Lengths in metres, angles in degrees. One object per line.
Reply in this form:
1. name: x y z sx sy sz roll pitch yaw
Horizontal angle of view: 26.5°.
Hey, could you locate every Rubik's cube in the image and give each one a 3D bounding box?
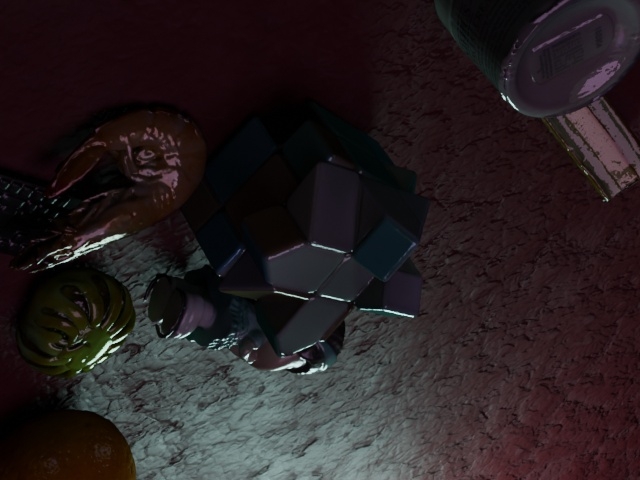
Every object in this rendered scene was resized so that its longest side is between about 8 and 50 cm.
1. Rubik's cube: 0.000 0.000 1.421 0.224 0.213 0.265 -46 143 16

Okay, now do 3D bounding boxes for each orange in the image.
1. orange: -0.301 0.282 1.582 0.178 0.155 0.177 -15 150 -9

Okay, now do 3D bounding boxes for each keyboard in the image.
1. keyboard: -0.338 -0.039 1.299 0.310 0.018 0.101 19 121 -46

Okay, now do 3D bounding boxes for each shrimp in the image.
1. shrimp: -0.211 -0.049 1.327 0.236 0.053 0.133 -33 142 -19

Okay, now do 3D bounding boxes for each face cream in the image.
1. face cream: 0.225 -0.233 1.370 0.177 0.153 0.177 -18 140 -16

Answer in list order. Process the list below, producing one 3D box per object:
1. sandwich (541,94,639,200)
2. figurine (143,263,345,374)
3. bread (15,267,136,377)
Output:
1. sandwich: 0.320 -0.142 1.652 0.079 0.113 0.163 -39 108 10
2. figurine: -0.083 0.085 1.541 0.246 0.138 0.110 16 106 -39
3. bread: -0.264 0.093 1.460 0.139 0.071 0.130 -46 145 17
